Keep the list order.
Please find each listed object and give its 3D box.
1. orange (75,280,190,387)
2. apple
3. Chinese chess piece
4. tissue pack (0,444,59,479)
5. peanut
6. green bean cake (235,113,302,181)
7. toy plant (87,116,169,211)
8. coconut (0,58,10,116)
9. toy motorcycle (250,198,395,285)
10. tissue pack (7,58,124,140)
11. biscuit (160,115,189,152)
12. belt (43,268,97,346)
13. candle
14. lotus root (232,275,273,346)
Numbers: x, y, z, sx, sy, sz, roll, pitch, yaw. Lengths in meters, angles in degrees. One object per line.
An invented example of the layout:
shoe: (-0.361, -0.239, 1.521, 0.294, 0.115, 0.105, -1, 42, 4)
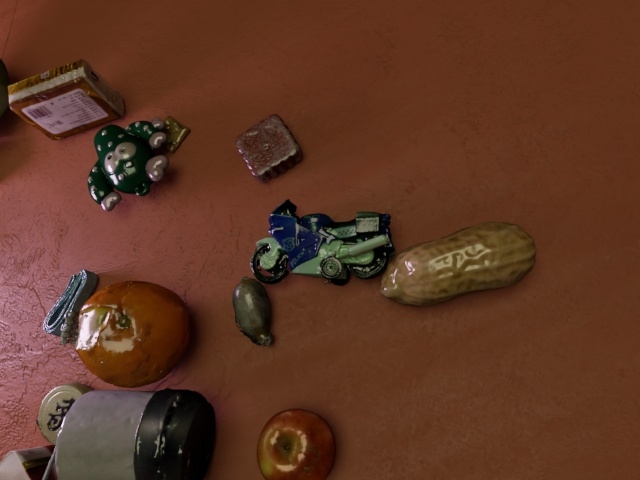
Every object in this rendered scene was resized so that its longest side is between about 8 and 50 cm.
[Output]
orange: (-0.410, 0.204, 1.159, 0.240, 0.240, 0.239, -3, 75, 13)
apple: (-0.047, 0.425, 1.061, 0.164, 0.139, 0.163, -9, 62, 17)
Chinese chess piece: (-0.589, 0.408, 1.233, 0.144, 0.058, 0.144, -3, 75, 13)
tissue pack: (-0.629, 0.524, 1.163, 0.106, 0.148, 0.099, 42, 88, 20)
peanut: (0.274, 0.051, 1.080, 0.325, 0.153, 0.140, -17, 106, 16)
green bean cake: (-0.125, -0.226, 1.293, 0.136, 0.056, 0.135, -32, 69, 4)
toy plant: (-0.493, -0.201, 1.346, 0.233, 0.112, 0.243, -18, 66, 13)
coconut: (-1.023, -0.406, 1.435, 0.329, 0.281, 0.328, -22, 49, 28)
toy motorcycle: (0.000, 0.000, 1.173, 0.332, 0.125, 0.196, -4, 75, 17)
tissue pack: (-0.666, -0.365, 1.393, 0.226, 0.183, 0.091, -19, 68, 8)
biscuit: (-0.399, -0.283, 1.395, 0.083, 0.018, 0.081, 35, 86, 20)
belt: (-0.609, 0.161, 1.304, 0.100, 0.065, 0.179, 21, 82, 28)
candle: (-0.406, 0.418, 1.097, 0.343, 0.221, 0.221, -1, 75, 11)
lotus root: (-0.153, 0.160, 1.181, 0.088, 0.088, 0.165, -15, 86, 9)
